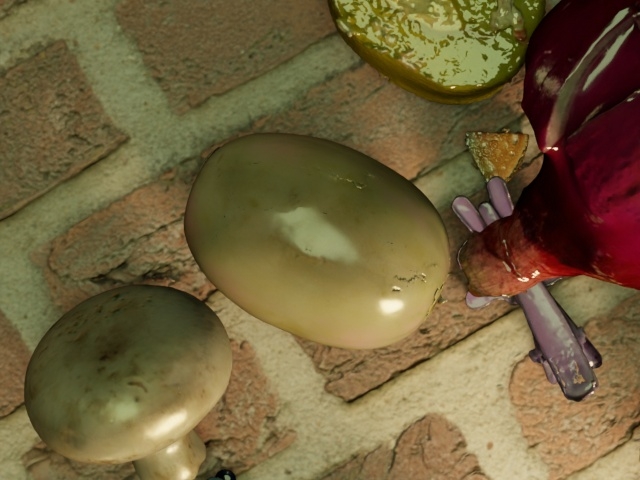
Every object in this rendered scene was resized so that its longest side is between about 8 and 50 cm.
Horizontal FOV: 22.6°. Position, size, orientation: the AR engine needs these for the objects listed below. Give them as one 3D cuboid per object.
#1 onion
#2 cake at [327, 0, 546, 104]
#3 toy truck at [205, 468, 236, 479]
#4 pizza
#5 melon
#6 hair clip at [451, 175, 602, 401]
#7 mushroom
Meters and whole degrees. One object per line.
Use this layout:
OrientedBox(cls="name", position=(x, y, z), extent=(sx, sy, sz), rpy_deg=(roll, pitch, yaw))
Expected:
OrientedBox(cls="onion", position=(0.340, -0.062, 1.751), extent=(0.398, 0.398, 0.420), rpy_deg=(40, 107, 0))
OrientedBox(cls="cake", position=(0.125, -0.271, 1.856), extent=(0.260, 0.156, 0.179), rpy_deg=(25, 83, 2))
OrientedBox(cls="toy truck", position=(-0.134, 0.307, 1.896), extent=(0.136, 0.063, 0.074), rpy_deg=(30, 109, 3))
OrientedBox(cls="pizza", position=(0.206, -0.108, 1.913), extent=(0.078, 0.025, 0.083), rpy_deg=(37, 83, -4))
OrientedBox(cls="melon", position=(0.000, 0.000, 1.817), extent=(0.317, 0.223, 0.223), rpy_deg=(23, 90, 0))
OrientedBox(cls="hair clip", position=(0.242, 0.064, 1.889), extent=(0.137, 0.090, 0.278), rpy_deg=(-29, 82, 12))
OrientedBox(cls="mushroom", position=(-0.211, 0.179, 1.838), extent=(0.243, 0.243, 0.243), rpy_deg=(0, 90, 0))
